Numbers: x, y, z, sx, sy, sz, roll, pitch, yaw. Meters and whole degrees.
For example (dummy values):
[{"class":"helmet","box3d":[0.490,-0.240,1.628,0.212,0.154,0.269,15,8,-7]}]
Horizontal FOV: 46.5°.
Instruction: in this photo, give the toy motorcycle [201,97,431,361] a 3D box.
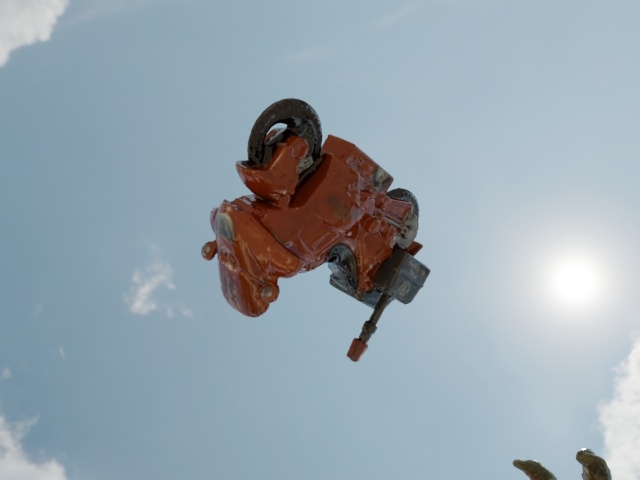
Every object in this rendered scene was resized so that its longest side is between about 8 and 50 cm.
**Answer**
[{"class":"toy motorcycle","box3d":[0.000,0.000,0.834,0.147,0.325,0.221,30,-92,43]}]

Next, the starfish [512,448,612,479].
[{"class":"starfish","box3d":[0.132,0.192,0.331,0.053,0.176,0.208,-20,-125,10]}]
